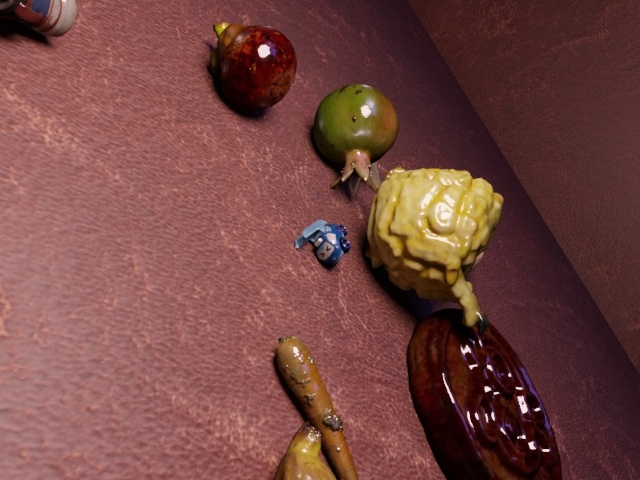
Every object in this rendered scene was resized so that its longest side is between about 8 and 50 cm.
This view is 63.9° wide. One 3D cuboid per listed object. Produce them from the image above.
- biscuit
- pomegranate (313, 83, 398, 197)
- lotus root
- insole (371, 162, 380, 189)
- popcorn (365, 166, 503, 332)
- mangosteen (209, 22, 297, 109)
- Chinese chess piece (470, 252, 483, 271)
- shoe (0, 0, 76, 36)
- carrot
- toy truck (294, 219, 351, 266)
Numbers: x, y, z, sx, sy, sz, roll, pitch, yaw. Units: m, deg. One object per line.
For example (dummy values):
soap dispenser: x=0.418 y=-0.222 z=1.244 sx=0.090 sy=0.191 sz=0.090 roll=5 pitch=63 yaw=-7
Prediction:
biscuit: x=0.320 y=0.311 z=0.955 sx=0.407 sy=0.091 sz=0.408 roll=35 pitch=35 yaw=-30
pomegranate: x=0.073 y=-0.205 z=1.058 sx=0.181 sy=0.181 sz=0.224 roll=17 pitch=63 yaw=-46
lotus root: x=-0.006 y=0.293 z=0.536 sx=0.108 sy=0.094 sz=0.191 roll=47 pitch=16 yaw=-55
insole: x=0.100 y=-0.261 z=1.290 sx=0.119 sy=0.009 sz=0.349 roll=29 pitch=39 yaw=-37
popcorn: x=0.214 y=-0.014 z=0.971 sx=0.293 sy=0.237 sz=0.293 roll=-17 pitch=110 yaw=-58
mangosteen: x=-0.136 y=-0.315 z=0.918 sx=0.181 sy=0.156 sz=0.146 roll=24 pitch=61 yaw=5
Chinese chess piece: x=0.276 y=-0.036 z=1.221 sx=0.273 sy=0.102 sz=0.273 roll=35 pitch=36 yaw=-30
shoe: x=-0.401 y=-0.338 z=0.598 sx=0.228 sy=0.099 sz=0.125 roll=51 pitch=28 yaw=-13
carrot: x=0.007 y=0.238 z=0.654 sx=0.049 sy=0.049 sz=0.255 roll=-15 pitch=76 yaw=-57
toy truck: x=0.000 y=0.000 z=0.865 sx=0.090 sy=0.056 sz=0.073 roll=17 pitch=41 yaw=-27
